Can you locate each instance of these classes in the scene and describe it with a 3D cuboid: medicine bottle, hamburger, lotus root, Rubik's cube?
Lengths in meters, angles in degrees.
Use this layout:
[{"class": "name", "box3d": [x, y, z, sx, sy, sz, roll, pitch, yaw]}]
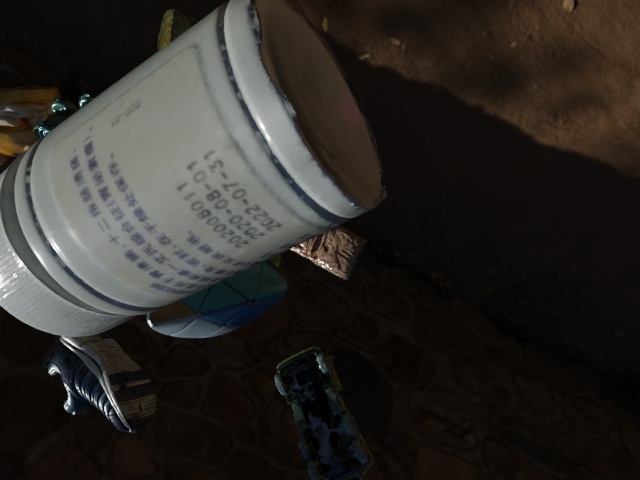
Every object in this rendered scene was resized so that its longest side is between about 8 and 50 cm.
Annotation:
[{"class": "medicine bottle", "box3d": [-0.130, -0.048, 0.442, 0.332, 0.190, 0.190, -24, 117, 23]}, {"class": "hamburger", "box3d": [-0.921, -0.358, 1.527, 0.276, 0.276, 0.237, 10, 111, 32]}, {"class": "lotus root", "box3d": [-0.256, -0.390, 1.090, 0.235, 0.138, 0.119, 32, 171, -37]}, {"class": "Rubik's cube", "box3d": [-0.228, 0.069, 0.908, 0.254, 0.254, 0.254, 22, 143, 18]}]

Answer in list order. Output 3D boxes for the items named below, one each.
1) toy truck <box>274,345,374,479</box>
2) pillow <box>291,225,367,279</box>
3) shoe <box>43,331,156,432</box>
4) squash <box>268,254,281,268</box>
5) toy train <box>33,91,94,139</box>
[{"class": "toy truck", "box3d": [0.013, 0.260, 0.726, 0.191, 0.085, 0.116, 64, -174, 28]}, {"class": "pillow", "box3d": [0.000, 0.000, 1.289, 0.232, 0.126, 0.043, 29, -173, 21]}, {"class": "shoe", "box3d": [-0.342, 0.222, 0.764, 0.207, 0.106, 0.091, 36, -177, 20]}, {"class": "squash", "box3d": [-0.223, 0.039, 1.518, 0.187, 0.123, 0.123, 17, 157, -35]}, {"class": "toy train", "box3d": [-0.573, -0.256, 1.203, 0.203, 0.112, 0.163, 0, 144, 23]}]
